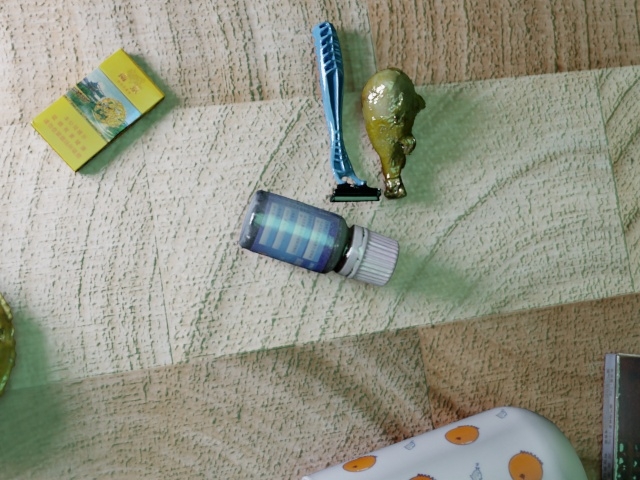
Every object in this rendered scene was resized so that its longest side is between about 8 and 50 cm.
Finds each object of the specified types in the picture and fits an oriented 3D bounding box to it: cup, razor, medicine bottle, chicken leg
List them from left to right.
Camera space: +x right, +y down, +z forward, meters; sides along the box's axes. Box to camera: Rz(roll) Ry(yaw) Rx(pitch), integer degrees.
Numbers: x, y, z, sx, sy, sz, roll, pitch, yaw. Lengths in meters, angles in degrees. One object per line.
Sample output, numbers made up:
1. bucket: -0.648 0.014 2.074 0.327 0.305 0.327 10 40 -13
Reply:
1. medicine bottle: 0.000 0.000 1.240 0.203 0.083 0.083 16 80 -9
2. razor: 0.022 -0.173 1.286 0.082 0.042 0.253 -5 83 -34
3. chicken leg: 0.103 -0.145 1.293 0.093 0.070 0.178 -4 91 -19
4. cup: 0.160 0.339 1.169 0.317 0.212 0.212 -17 87 -14

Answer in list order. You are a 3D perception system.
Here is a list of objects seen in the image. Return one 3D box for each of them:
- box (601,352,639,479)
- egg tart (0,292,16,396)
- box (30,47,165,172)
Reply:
1. box: 0.482 0.326 1.326 0.180 0.047 0.324 6 81 -11
2. egg tart: -0.470 0.129 1.093 0.241 0.106 0.241 1 88 -25
3. box: -0.287 -0.169 1.229 0.155 0.023 0.087 -44 91 -14
